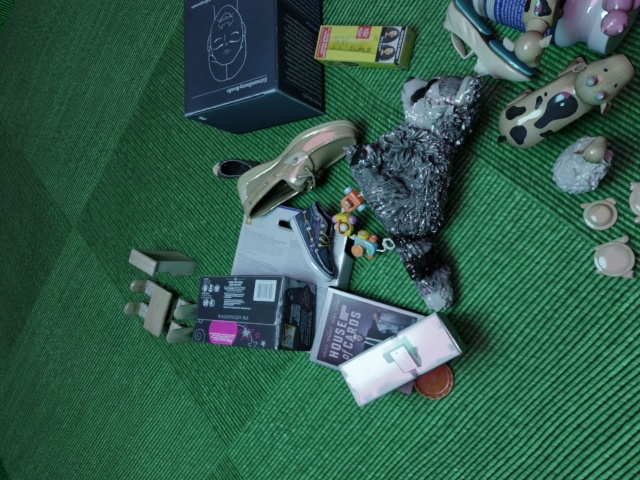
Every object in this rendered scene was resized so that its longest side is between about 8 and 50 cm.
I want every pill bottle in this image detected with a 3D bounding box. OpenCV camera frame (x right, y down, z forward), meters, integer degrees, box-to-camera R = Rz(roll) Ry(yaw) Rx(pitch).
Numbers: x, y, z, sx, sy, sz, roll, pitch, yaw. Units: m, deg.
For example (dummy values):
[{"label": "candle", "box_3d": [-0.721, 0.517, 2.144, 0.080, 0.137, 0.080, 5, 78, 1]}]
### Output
[{"label": "pill bottle", "box_3d": [0.428, -0.446, 0.914, 0.265, 0.153, 0.153, 38, 107, 28]}]

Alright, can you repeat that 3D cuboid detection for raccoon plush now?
[{"label": "raccoon plush", "box_3d": [0.259, -0.118, 1.037, 0.299, 0.216, 0.446, -28, 102, 14]}]

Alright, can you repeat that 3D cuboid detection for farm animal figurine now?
[{"label": "farm animal figurine", "box_3d": [0.402, -0.265, 0.809, 0.330, 0.172, 0.326, 43, 137, 9]}]

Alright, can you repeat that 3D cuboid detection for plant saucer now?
[{"label": "plant saucer", "box_3d": [0.238, 0.292, 1.065, 0.084, 0.013, 0.083, 0, 88, 11]}]

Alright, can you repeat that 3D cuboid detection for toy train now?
[{"label": "toy train", "box_3d": [0.081, -0.029, 1.089, 0.166, 0.046, 0.125, 54, 140, -4]}]

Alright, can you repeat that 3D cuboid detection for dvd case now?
[{"label": "dvd case", "box_3d": [0.108, 0.218, 1.115, 0.239, 0.029, 0.179, 15, 97, 13]}]

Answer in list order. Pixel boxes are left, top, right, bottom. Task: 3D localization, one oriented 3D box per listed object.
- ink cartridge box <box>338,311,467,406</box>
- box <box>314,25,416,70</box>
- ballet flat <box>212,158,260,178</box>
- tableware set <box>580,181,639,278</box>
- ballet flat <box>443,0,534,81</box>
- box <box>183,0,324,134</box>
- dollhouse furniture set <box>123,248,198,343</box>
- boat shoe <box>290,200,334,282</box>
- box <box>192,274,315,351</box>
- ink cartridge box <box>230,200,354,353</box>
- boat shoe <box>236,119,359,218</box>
[{"label": "ink cartridge box", "box_3d": [0.168, 0.230, 0.998, 0.219, 0.160, 0.092, -32, 74, 12]}, {"label": "box", "box_3d": [0.101, -0.454, 1.179, 0.232, 0.058, 0.087, 17, 97, 32]}, {"label": "ballet flat", "box_3d": [-0.234, -0.201, 1.385, 0.173, 0.049, 0.057, 4, 89, 33]}, {"label": "tableware set", "box_3d": [0.552, -0.018, 0.892, 0.141, 0.020, 0.168, -13, 79, 29]}, {"label": "ballet flat", "box_3d": [0.333, -0.389, 1.026, 0.086, 0.086, 0.248, -40, 66, 24]}, {"label": "box", "box_3d": [-0.167, -0.502, 1.263, 0.294, 0.212, 0.395, -4, 85, 32]}, {"label": "dollhouse furniture set", "box_3d": [-0.476, 0.156, 1.454, 0.212, 0.161, 0.242, 23, 100, 31]}, {"label": "boat shoe", "box_3d": [0.000, 0.000, 1.143, 0.083, 0.065, 0.183, -38, 67, 24]}, {"label": "box", "box_3d": [-0.152, 0.167, 1.171, 0.247, 0.142, 0.163, -2, 76, 30]}, {"label": "ink cartridge box", "box_3d": [-0.081, 0.084, 1.262, 0.324, 0.071, 0.330, 15, 92, 32]}, {"label": "boat shoe", "box_3d": [-0.048, -0.162, 1.204, 0.341, 0.122, 0.110, -30, 60, 22]}]
